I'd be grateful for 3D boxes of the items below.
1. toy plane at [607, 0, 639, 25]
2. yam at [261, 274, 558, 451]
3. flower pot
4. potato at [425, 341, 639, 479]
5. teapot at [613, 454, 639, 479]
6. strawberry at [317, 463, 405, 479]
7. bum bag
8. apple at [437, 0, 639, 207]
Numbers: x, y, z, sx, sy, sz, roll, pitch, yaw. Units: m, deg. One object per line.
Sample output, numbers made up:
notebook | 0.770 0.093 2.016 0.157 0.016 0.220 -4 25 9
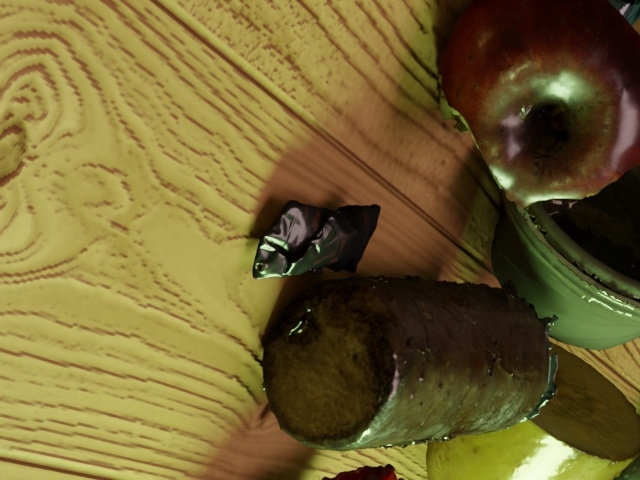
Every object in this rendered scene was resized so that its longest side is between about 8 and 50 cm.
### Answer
toy plane | 0.222 -0.176 1.184 0.235 0.060 0.096 -45 160 -41
yam | 0.071 0.085 1.064 0.280 0.131 0.131 7 106 -59
flower pot | 0.229 -0.002 1.200 0.235 0.235 0.140 -39 167 -41
potato | 0.169 0.182 1.285 0.158 0.178 0.203 -57 179 24
teapot | 0.549 0.246 1.943 0.344 0.253 0.300 -65 -173 -11
strawberry | -0.030 0.243 1.050 0.174 0.098 0.228 48 57 -44
bum bag | -0.001 -0.001 0.952 0.124 0.034 0.057 -2 124 -60
apple | 0.160 -0.110 1.026 0.158 0.156 0.147 -75 180 -70
